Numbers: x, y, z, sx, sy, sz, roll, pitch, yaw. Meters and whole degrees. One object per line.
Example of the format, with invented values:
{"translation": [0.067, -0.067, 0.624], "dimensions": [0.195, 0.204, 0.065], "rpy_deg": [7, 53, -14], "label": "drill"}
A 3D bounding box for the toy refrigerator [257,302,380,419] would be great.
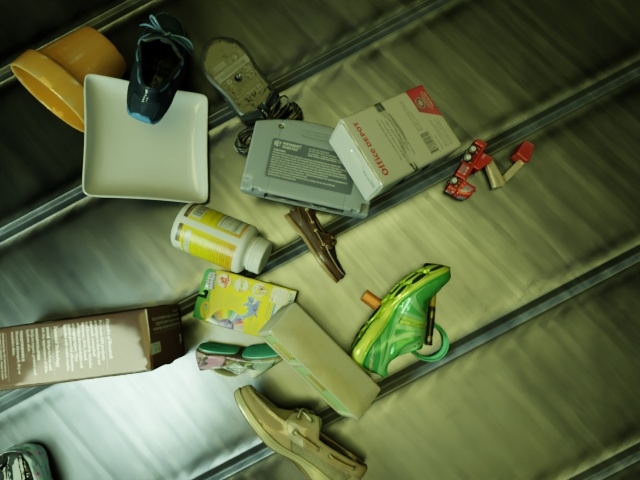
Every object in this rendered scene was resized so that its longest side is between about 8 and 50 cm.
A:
{"translation": [-0.007, 0.265, 1.026], "dimensions": [0.269, 0.102, 0.094], "rpy_deg": [47, 65, -7], "label": "toy refrigerator"}

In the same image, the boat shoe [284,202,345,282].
{"translation": [0.000, 0.000, 1.103], "dimensions": [0.073, 0.073, 0.206], "rpy_deg": [-36, 84, 2], "label": "boat shoe"}

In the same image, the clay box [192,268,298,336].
{"translation": [-0.175, 0.150, 1.111], "dimensions": [0.222, 0.053, 0.127], "rpy_deg": [15, 86, 5], "label": "clay box"}

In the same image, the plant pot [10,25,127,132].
{"translation": [-0.575, -0.396, 1.123], "dimensions": [0.205, 0.205, 0.187], "rpy_deg": [34, 72, 6], "label": "plant pot"}

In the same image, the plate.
{"translation": [-0.405, -0.228, 1.110], "dimensions": [0.278, 0.045, 0.277], "rpy_deg": [2, 84, -32], "label": "plate"}

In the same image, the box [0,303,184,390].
{"translation": [-0.526, 0.235, 1.056], "dimensions": [0.382, 0.191, 0.142], "rpy_deg": [-6, 85, 2], "label": "box"}

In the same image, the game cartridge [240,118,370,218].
{"translation": [-0.020, -0.174, 1.097], "dimensions": [0.298, 0.062, 0.197], "rpy_deg": [12, 71, -5], "label": "game cartridge"}

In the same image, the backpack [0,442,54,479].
{"translation": [-0.691, 0.564, 1.076], "dimensions": [0.152, 0.115, 0.181], "rpy_deg": [-15, 83, -9], "label": "backpack"}

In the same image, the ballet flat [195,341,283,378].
{"translation": [-0.182, 0.282, 1.097], "dimensions": [0.222, 0.077, 0.079], "rpy_deg": [0, 103, 8], "label": "ballet flat"}

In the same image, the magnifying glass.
{"translation": [0.195, 0.195, 1.099], "dimensions": [0.231, 0.026, 0.092], "rpy_deg": [36, 88, 6], "label": "magnifying glass"}

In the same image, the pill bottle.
{"translation": [-0.225, 0.000, 1.095], "dimensions": [0.215, 0.117, 0.117], "rpy_deg": [22, 87, 5], "label": "pill bottle"}

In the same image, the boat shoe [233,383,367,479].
{"translation": [-0.046, 0.427, 1.053], "dimensions": [0.341, 0.122, 0.110], "rpy_deg": [43, 84, -4], "label": "boat shoe"}

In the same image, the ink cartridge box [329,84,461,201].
{"translation": [0.165, -0.219, 1.060], "dimensions": [0.237, 0.100, 0.171], "rpy_deg": [-28, 83, -22], "label": "ink cartridge box"}

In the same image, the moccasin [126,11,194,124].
{"translation": [-0.355, -0.417, 1.085], "dimensions": [0.138, 0.117, 0.341], "rpy_deg": [11, 57, -26], "label": "moccasin"}

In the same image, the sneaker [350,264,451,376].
{"translation": [0.190, 0.175, 1.048], "dimensions": [0.124, 0.109, 0.295], "rpy_deg": [39, 94, -5], "label": "sneaker"}

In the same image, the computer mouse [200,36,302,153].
{"translation": [-0.189, -0.363, 1.154], "dimensions": [0.189, 0.072, 0.272], "rpy_deg": [-34, 96, -2], "label": "computer mouse"}

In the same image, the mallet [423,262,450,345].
{"translation": [0.267, 0.146, 1.082], "dimensions": [0.063, 0.039, 0.189], "rpy_deg": [1, 78, 5], "label": "mallet"}

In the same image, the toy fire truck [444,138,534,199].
{"translation": [0.394, -0.167, 1.107], "dimensions": [0.135, 0.047, 0.191], "rpy_deg": [30, 88, 4], "label": "toy fire truck"}
